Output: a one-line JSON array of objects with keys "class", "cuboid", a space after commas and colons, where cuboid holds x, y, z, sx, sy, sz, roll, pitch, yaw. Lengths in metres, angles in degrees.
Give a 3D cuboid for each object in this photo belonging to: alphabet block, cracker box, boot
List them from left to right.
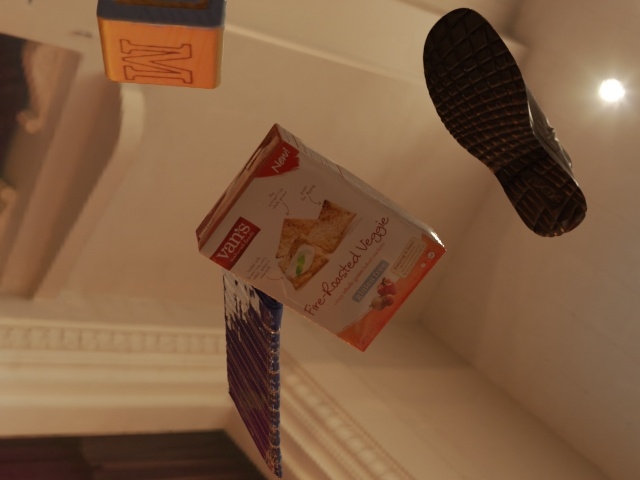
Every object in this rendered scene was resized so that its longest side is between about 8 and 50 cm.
[{"class": "alphabet block", "cuboid": [-0.243, -0.372, 1.760, 0.197, 0.193, 0.192, 107, -12, -68]}, {"class": "cracker box", "cuboid": [0.000, 0.000, 1.232, 0.156, 0.232, 0.067, -53, -159, 14]}, {"class": "boot", "cuboid": [0.238, -0.174, 1.493, 0.118, 0.338, 0.223, -25, -160, 16]}]

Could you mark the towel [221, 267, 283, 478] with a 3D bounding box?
[{"class": "towel", "cuboid": [-0.102, 0.174, 1.762, 0.243, 0.040, 0.336, -127, -149, -53]}]
